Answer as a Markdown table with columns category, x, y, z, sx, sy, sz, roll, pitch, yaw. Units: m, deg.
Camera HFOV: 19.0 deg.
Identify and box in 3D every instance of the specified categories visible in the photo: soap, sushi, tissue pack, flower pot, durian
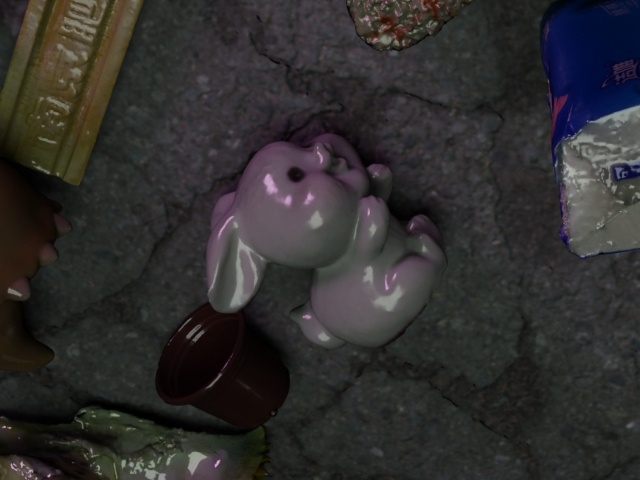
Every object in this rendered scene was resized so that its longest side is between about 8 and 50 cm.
| category | x | y | z | sx | sy | sz | roll | pitch | yaw |
| --- | --- | --- | --- | --- | --- | --- | --- | --- | --- |
| soap | -0.211 | -0.171 | 1.634 | 0.092 | 0.037 | 0.252 | 19 | 119 | -8 |
| sushi | 0.087 | -0.222 | 1.557 | 0.150 | 0.078 | 0.090 | -37 | 110 | 23 |
| tissue pack | 0.274 | -0.114 | 1.492 | 0.209 | 0.269 | 0.137 | -13 | 118 | 12 |
| flower pot | -0.082 | 0.123 | 1.760 | 0.111 | 0.111 | 0.089 | -37 | 126 | 22 |
| durian | -0.208 | 0.240 | 1.805 | 0.306 | 0.172 | 0.166 | 10 | 96 | 8 |

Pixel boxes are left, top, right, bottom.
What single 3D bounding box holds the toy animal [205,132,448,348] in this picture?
| category | x | y | z | sx | sy | sz | roll | pitch | yaw |
| --- | --- | --- | --- | --- | --- | --- | --- | --- | --- |
| toy animal | 0.001 | 0.008 | 1.667 | 0.193 | 0.127 | 0.178 | 29 | 119 | -14 |

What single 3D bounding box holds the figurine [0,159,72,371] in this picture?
| category | x | y | z | sx | sy | sz | roll | pitch | yaw |
| --- | --- | --- | --- | --- | --- | --- | --- | --- | --- |
| figurine | -0.299 | 0.026 | 1.670 | 0.173 | 0.177 | 0.247 | -5 | 110 | 32 |
